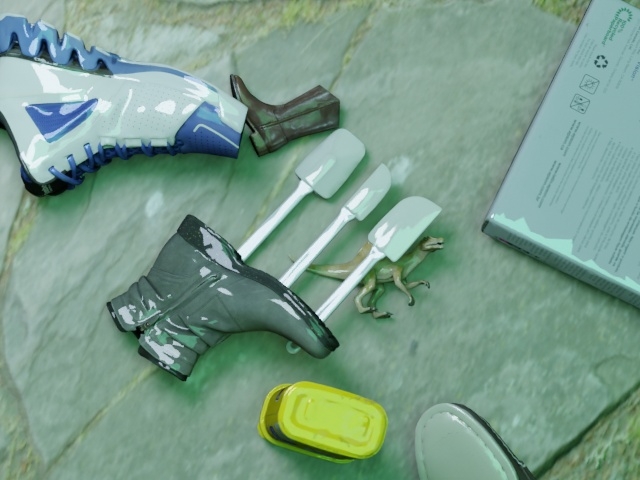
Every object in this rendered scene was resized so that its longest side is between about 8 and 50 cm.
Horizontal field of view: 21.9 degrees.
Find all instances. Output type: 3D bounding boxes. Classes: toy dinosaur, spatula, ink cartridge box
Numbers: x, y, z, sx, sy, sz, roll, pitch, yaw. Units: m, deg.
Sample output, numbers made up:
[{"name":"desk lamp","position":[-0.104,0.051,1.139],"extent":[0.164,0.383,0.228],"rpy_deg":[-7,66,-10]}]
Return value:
[{"name":"toy dinosaur","position":[0.060,0.042,1.929],"extent":[0.183,0.053,0.092],"rpy_deg":[-10,72,6]},{"name":"spatula","position":[0.000,0.000,1.917],"extent":[0.168,0.019,0.242],"rpy_deg":[41,83,13]},{"name":"ink cartridge box","position":[0.405,-0.084,1.954],"extent":[0.330,0.071,0.324],"rpy_deg":[27,76,3]}]

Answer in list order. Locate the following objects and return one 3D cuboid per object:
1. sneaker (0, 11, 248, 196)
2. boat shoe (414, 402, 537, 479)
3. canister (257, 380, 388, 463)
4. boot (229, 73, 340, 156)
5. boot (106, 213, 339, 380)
[{"name":"sneaker","position":[-0.248,-0.121,1.873],"extent":[0.315,0.127,0.182],"rpy_deg":[19,84,2]},{"name":"boat shoe","position":[0.220,0.323,1.881],"extent":[0.116,0.097,0.324],"rpy_deg":[-36,83,30]},{"name":"canister","position":[0.003,0.201,1.829],"extent":[0.126,0.170,0.073],"rpy_deg":[17,80,-5]},{"name":"boot","position":[-0.040,-0.165,1.941],"extent":[0.114,0.037,0.106],"rpy_deg":[-23,99,-7]},{"name":"boot","position":[-0.111,0.098,1.858],"extent":[0.246,0.083,0.161],"rpy_deg":[36,85,20]}]
